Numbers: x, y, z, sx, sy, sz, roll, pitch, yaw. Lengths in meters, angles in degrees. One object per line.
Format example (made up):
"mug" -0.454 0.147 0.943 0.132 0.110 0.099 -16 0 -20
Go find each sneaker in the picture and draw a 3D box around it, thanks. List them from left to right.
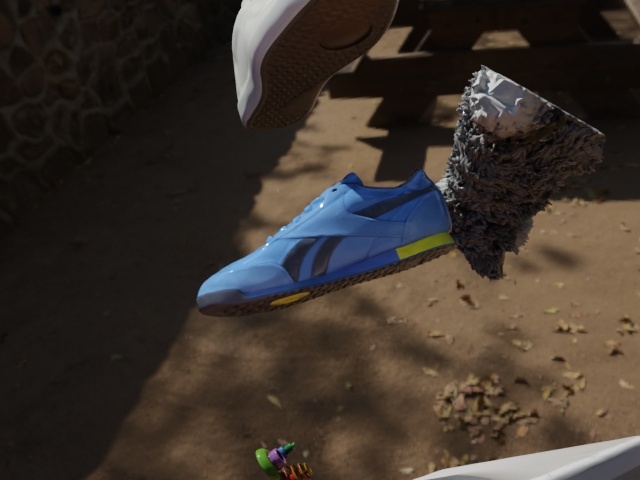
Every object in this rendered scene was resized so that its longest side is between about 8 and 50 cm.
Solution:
"sneaker" -0.028 -0.200 0.621 0.106 0.123 0.290 -9 -8 -23
"sneaker" 0.000 0.000 0.546 0.209 0.082 0.069 -18 -10 -12

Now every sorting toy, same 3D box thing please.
"sorting toy" -0.045 0.307 0.967 0.042 0.102 0.061 -38 35 1

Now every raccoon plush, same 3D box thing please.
"raccoon plush" 0.214 -0.087 1.021 0.216 0.299 0.446 41 21 30

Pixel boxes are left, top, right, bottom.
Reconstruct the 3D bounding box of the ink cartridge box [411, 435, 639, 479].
"ink cartridge box" -0.011 0.166 0.328 0.261 0.066 0.296 -27 -21 38
